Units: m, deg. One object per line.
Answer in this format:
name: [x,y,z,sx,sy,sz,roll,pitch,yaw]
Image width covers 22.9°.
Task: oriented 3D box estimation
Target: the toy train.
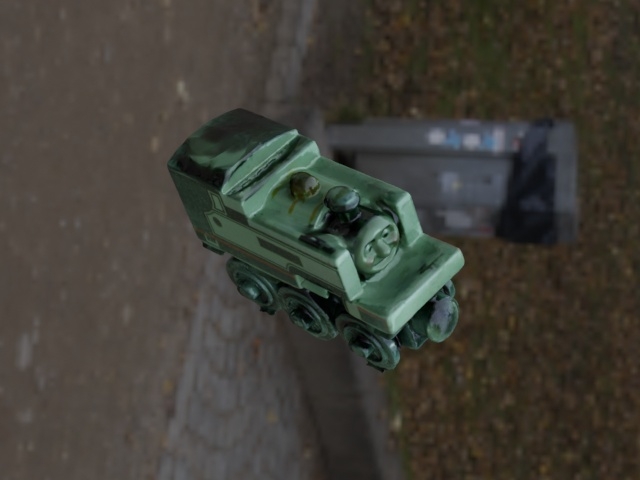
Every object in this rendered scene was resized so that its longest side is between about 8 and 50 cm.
toy train: [0.000,0.000,0.413,0.033,0.083,0.053,-43,133,-24]
